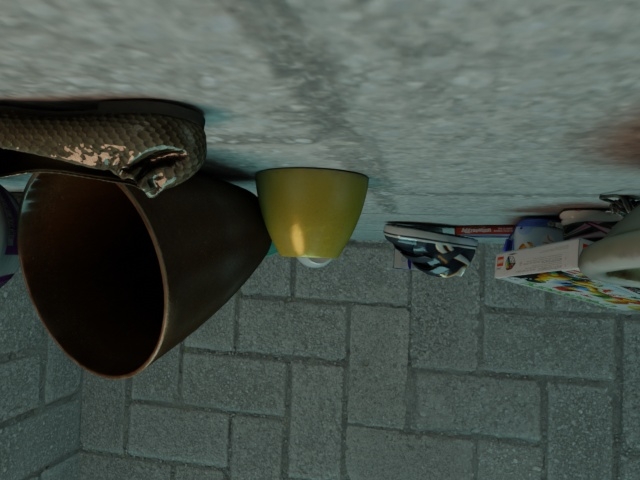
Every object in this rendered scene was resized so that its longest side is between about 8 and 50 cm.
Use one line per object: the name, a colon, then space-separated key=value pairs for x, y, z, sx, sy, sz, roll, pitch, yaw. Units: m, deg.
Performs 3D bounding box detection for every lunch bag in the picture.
lunch bag: x=0.518 y=0.024 z=1.057 sx=0.243 sy=0.114 sz=0.303 roll=8 pitch=172 yaw=18

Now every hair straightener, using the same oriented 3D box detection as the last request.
hair straightener: x=0.440 y=-0.033 z=0.676 sx=0.230 sy=0.047 sz=0.089 roll=4 pitch=177 yaw=-45

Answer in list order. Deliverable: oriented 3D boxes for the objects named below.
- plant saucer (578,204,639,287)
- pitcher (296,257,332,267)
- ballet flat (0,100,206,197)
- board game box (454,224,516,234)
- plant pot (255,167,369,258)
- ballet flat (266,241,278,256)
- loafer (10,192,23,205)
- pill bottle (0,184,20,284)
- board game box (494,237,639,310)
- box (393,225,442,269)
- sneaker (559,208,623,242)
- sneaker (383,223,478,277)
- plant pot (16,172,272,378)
plant saucer: x=0.383 y=-0.011 z=0.299 sx=0.401 sy=0.100 sz=0.400 roll=5 pitch=174 yaw=1
pitcher: x=0.000 y=0.000 z=1.435 sx=0.178 sy=0.125 sz=0.207 roll=-18 pitch=-167 yaw=-9
ballet flat: x=-0.197 y=-0.059 z=0.343 sx=0.250 sy=0.058 sz=0.084 roll=2 pitch=178 yaw=11
board game box: x=0.512 y=-0.023 z=1.277 sx=0.281 sy=0.027 sz=0.145 roll=0 pitch=176 yaw=42
plant pot: x=-0.012 y=-0.027 z=0.582 sx=0.134 sy=0.095 sz=0.134 roll=2 pitch=179 yaw=0
ballet flat: x=-0.058 y=-0.021 z=1.098 sx=0.247 sy=0.083 sz=0.087 roll=-10 pitch=-155 yaw=-26
loafer: x=-0.466 y=-0.038 z=0.875 sx=0.268 sy=0.096 sz=0.084 roll=0 pitch=-176 yaw=13
pill bottle: x=-0.423 y=-0.006 z=0.540 sx=0.169 sy=0.169 sz=0.301 roll=3 pitch=178 yaw=-25
board game box: x=0.491 y=0.068 z=0.853 sx=0.305 sy=0.053 sz=0.193 roll=14 pitch=168 yaw=-15
box: x=0.289 y=0.024 z=1.451 sx=0.137 sy=0.126 sz=0.072 roll=4 pitch=179 yaw=-38
sneaker: x=0.491 y=-0.013 z=0.808 sx=0.178 sy=0.077 sz=0.072 roll=0 pitch=179 yaw=28
sneaker: x=0.299 y=0.034 z=1.334 sx=0.321 sy=0.127 sz=0.126 roll=10 pitch=-173 yaw=-31
plant pot: x=-0.162 y=0.005 z=0.553 sx=0.215 sy=0.215 sz=0.230 roll=1 pitch=-167 yaw=31
